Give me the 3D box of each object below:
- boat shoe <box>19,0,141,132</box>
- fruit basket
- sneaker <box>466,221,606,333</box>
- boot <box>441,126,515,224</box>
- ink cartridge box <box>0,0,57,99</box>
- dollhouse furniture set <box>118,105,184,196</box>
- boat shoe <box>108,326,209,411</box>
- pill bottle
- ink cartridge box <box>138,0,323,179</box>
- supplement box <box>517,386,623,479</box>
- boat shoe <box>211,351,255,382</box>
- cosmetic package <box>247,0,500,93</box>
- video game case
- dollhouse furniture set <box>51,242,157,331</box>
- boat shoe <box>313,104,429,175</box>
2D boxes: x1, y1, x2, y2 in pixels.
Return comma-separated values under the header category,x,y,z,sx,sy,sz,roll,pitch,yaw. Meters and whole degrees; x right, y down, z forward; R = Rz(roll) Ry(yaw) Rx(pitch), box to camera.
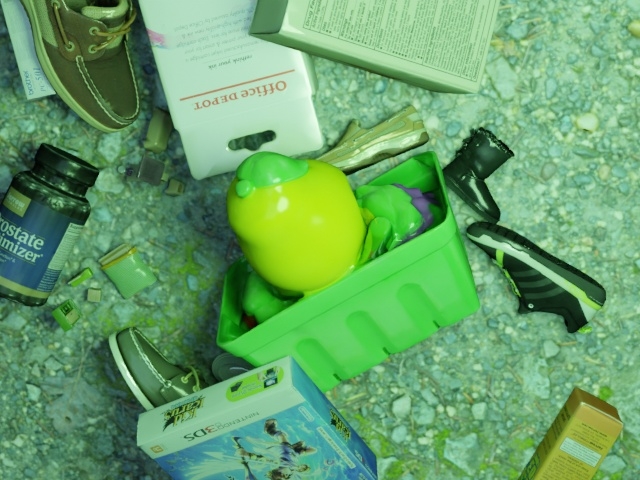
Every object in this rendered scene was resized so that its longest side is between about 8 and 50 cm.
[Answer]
category,x,y,z,sx,sy,sz,roll,pitch,yaw
boat shoe,-0.319,-0.303,1.638,0.123,0.123,0.342,-1,121,37
fruit basket,0.000,0.000,1.628,0.392,0.283,0.392,0,117,0
sneaker,0.302,0.061,1.732,0.234,0.084,0.097,30,104,-3
boot,0.238,-0.096,1.723,0.121,0.045,0.099,42,104,1
ink cartridge box,-0.409,-0.308,1.700,0.046,0.097,0.207,-12,100,6
dollhouse furniture set,-0.246,-0.133,1.771,0.081,0.091,0.114,6,78,43
boat shoe,-0.201,0.242,1.800,0.091,0.109,0.305,-33,104,10
pill bottle,-0.410,-0.024,1.742,0.122,0.123,0.219,27,94,-2
ink cartridge box,-0.126,-0.282,1.672,0.207,0.119,0.353,-13,100,6
supplement box,0.358,0.342,1.792,0.080,0.078,0.233,26,102,-2
boat shoe,-0.081,0.228,1.807,0.184,0.063,0.066,32,103,-3
cosmetic package,0.072,-0.301,1.583,0.296,0.129,0.153,15,91,-24
video game case,-0.084,0.298,1.693,0.244,0.061,0.269,-22,131,17
dollhouse furniture set,-0.329,0.072,1.795,0.151,0.058,0.076,-32,98,10
boat shoe,0.057,-0.141,1.724,0.190,0.068,0.072,-21,88,-1
